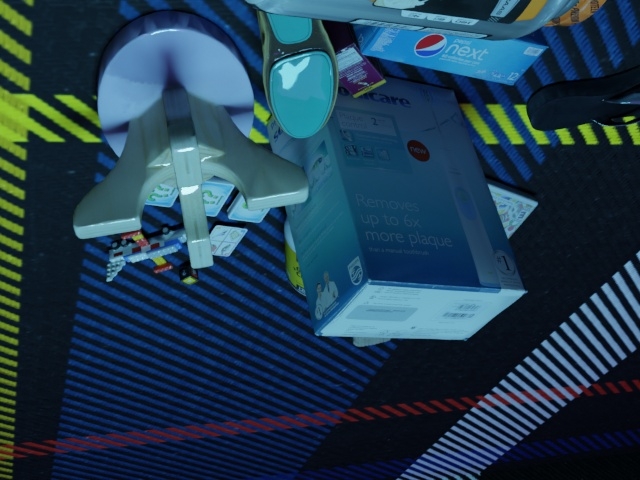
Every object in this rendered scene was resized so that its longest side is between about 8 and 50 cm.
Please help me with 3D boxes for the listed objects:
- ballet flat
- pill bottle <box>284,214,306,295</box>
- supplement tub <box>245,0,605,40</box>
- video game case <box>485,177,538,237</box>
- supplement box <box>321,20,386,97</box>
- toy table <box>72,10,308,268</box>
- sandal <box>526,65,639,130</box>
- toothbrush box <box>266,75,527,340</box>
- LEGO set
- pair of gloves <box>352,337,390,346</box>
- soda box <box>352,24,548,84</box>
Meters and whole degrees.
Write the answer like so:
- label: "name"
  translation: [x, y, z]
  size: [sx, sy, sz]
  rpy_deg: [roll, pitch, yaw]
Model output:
- label: "ballet flat"
  translation: [-0.026, -0.209, 0.940]
  size: [0.080, 0.073, 0.232]
  rpy_deg: [-8, 139, -2]
- label: "pill bottle"
  translation: [0.000, 0.000, 1.314]
  size: [0.103, 0.103, 0.184]
  rpy_deg: [-10, 151, -7]
- label: "supplement tub"
  translation: [0.092, -0.274, 0.786]
  size: [0.316, 0.194, 0.193]
  rpy_deg: [0, 148, -24]
- label: "video game case"
  translation: [0.193, -0.010, 1.398]
  size: [0.227, 0.026, 0.206]
  rpy_deg: [14, 123, -41]
- label: "supplement box"
  translation: [0.032, -0.204, 1.022]
  size: [0.043, 0.055, 0.083]
  rpy_deg: [-24, 148, 19]
- label: "toy table"
  translation: [-0.152, -0.096, 1.025]
  size: [0.252, 0.161, 0.274]
  rpy_deg: [-15, 152, 3]
- label: "sandal"
  translation: [0.400, -0.179, 1.224]
  size: [0.254, 0.054, 0.097]
  rpy_deg: [-14, 151, 0]
- label: "toothbrush box"
  translation: [0.080, -0.043, 1.078]
  size: [0.216, 0.295, 0.126]
  rpy_deg: [6, 144, -30]
- label: "LEGO set"
  translation: [-0.183, -0.002, 1.283]
  size: [0.182, 0.060, 0.244]
  rpy_deg: [8, 145, -27]
- label: "pair of gloves"
  translation: [0.153, 0.103, 1.624]
  size: [0.240, 0.042, 0.204]
  rpy_deg: [-17, 147, 2]
- label: "soda box"
  translation: [0.138, -0.230, 1.005]
  size: [0.210, 0.071, 0.067]
  rpy_deg: [5, 145, -31]
